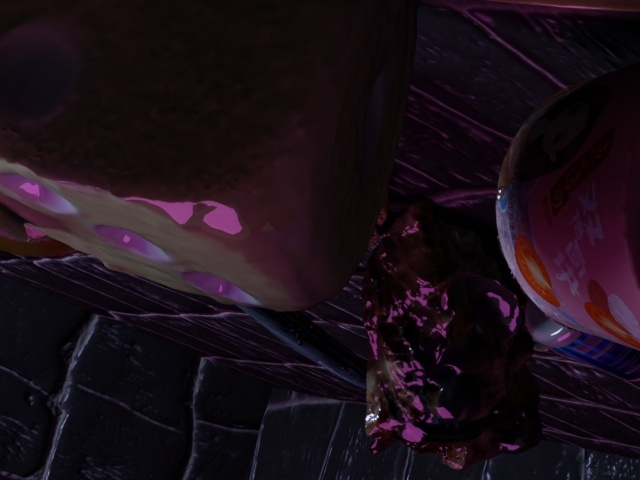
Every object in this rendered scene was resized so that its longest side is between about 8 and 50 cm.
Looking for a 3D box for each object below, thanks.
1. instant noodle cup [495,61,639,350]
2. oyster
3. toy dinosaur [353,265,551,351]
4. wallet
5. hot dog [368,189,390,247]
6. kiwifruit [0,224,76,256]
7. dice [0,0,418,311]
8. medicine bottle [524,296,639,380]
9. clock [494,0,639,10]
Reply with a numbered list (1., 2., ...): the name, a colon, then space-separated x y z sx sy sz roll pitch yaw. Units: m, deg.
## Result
1. instant noodle cup: 0.246 -0.023 0.968 0.243 0.243 0.231 21 174 -19
2. oyster: 0.164 0.113 1.681 0.221 0.361 0.096 -13 -152 -21
3. toy dinosaur: 0.189 0.070 1.805 0.393 0.092 0.205 28 164 -37
4. wallet: -0.067 0.068 1.682 0.191 0.046 0.379 32 173 43
5. hot dog: 0.000 0.000 1.647 0.100 0.135 0.337 51 166 1
6. kiwifruit: -0.305 -0.077 1.580 0.234 0.196 0.196 18 172 43
7. dice: -0.081 -0.105 0.976 0.250 0.254 0.252 11 166 13
8. medicine bottle: 0.332 0.096 1.673 0.191 0.107 0.107 24 167 -30
9. clock: 0.134 -0.157 0.770 0.232 0.069 0.170 2 -174 -25
